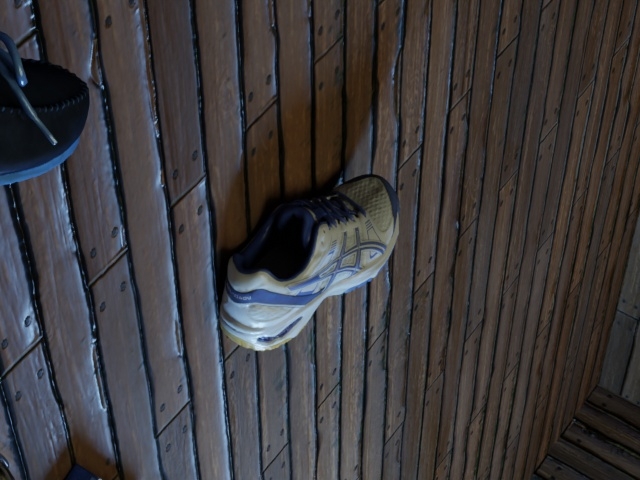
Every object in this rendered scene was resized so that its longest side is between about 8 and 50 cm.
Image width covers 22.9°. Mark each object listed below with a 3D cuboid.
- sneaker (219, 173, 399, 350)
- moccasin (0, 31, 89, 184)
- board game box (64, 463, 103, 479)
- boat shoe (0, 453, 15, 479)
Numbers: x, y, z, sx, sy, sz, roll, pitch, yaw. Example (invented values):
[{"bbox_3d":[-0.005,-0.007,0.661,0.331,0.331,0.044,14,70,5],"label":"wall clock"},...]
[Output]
[{"bbox_3d":[0.000,0.000,1.812,0.296,0.112,0.131,-46,153,-36],"label":"sneaker"},{"bbox_3d":[-0.269,-0.102,1.070,0.342,0.137,0.117,-20,130,-60],"label":"moccasin"},{"bbox_3d":[-0.259,0.333,1.736,0.136,0.035,0.201,-57,158,-11],"label":"board game box"},{"bbox_3d":[-0.318,0.227,1.403,0.103,0.092,0.285,-53,157,-20],"label":"boat shoe"}]
